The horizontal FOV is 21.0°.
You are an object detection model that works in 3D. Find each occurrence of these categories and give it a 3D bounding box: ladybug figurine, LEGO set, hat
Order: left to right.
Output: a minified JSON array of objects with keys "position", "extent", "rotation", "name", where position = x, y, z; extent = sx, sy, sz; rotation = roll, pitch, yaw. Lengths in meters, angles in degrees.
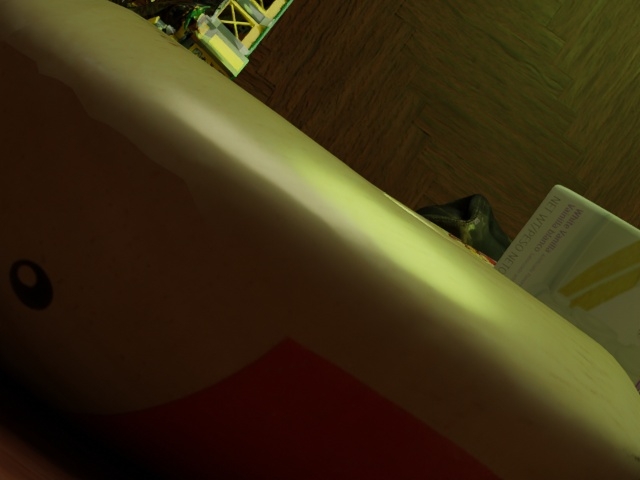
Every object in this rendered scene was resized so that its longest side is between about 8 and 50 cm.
[{"position":[-0.175,-0.221,1.617],"extent":[0.192,0.255,0.331],"rotation":[45,-28,-13],"name":"LEGO set"},{"position":[-0.010,0.045,0.835],"extent":[0.449,0.162,0.305],"rotation":[33,3,-40],"name":"ladybug figurine"},{"position":[0.143,0.021,1.891],"extent":[0.331,0.134,0.331],"rotation":[-8,12,2],"name":"hat"}]

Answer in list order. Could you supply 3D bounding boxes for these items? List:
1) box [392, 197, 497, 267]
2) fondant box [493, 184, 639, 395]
[{"position":[0.053,0.014,1.419],"extent":[0.293,0.057,0.201],"rotation":[30,14,-23],"name":"box"},{"position":[0.183,0.126,1.064],"extent":[0.096,0.238,0.330],"rotation":[35,3,-30],"name":"fondant box"}]
